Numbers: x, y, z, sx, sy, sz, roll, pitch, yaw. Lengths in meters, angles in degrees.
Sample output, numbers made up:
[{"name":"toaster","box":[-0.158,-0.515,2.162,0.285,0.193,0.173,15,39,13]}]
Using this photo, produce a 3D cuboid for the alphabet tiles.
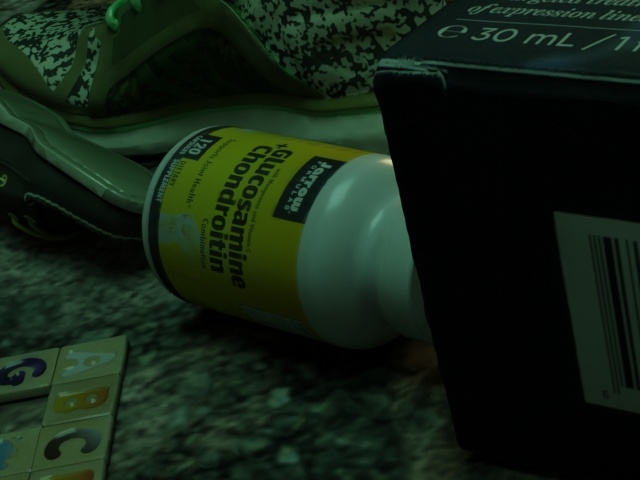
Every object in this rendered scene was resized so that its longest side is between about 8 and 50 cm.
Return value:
[{"name":"alphabet tiles","box":[-0.203,0.129,0.895,0.198,0.009,0.237,-11,28,5]}]

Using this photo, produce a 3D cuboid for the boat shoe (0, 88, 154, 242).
[{"name":"boat shoe","box":[-0.173,-0.038,1.130,0.081,0.068,0.228,16,10,-40]}]

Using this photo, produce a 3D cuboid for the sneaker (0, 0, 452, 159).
[{"name":"sneaker","box":[-0.063,-0.160,1.175,0.410,0.182,0.158,6,34,33]}]

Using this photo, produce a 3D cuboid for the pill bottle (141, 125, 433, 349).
[{"name":"pill bottle","box":[0.000,0.000,0.939,0.184,0.103,0.103,13,38,41]}]

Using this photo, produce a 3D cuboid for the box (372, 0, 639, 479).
[{"name":"box","box":[0.267,-0.065,0.824,0.293,0.212,0.395,8,34,37]}]
